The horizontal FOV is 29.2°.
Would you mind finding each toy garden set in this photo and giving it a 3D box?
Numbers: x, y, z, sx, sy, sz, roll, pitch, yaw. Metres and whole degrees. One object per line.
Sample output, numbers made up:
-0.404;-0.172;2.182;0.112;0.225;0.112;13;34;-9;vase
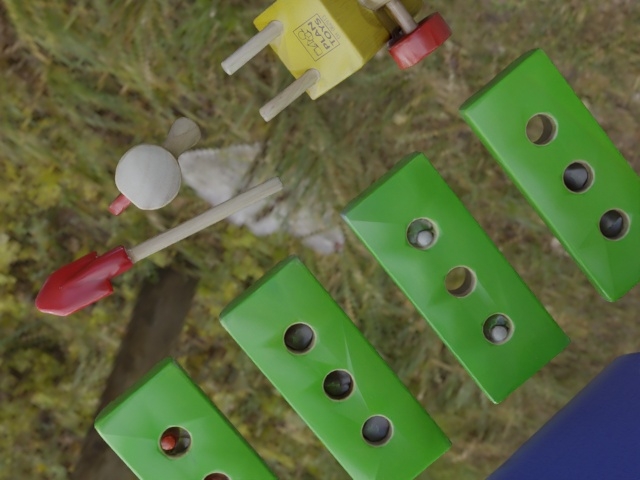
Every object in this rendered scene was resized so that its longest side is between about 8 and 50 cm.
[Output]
0.000;0.000;0.534;0.204;0.244;0.049;50;178;-10;toy garden set

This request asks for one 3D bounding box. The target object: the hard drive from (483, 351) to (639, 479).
0.143;0.124;0.451;0.210;0.318;0.040;2;109;37;hard drive
